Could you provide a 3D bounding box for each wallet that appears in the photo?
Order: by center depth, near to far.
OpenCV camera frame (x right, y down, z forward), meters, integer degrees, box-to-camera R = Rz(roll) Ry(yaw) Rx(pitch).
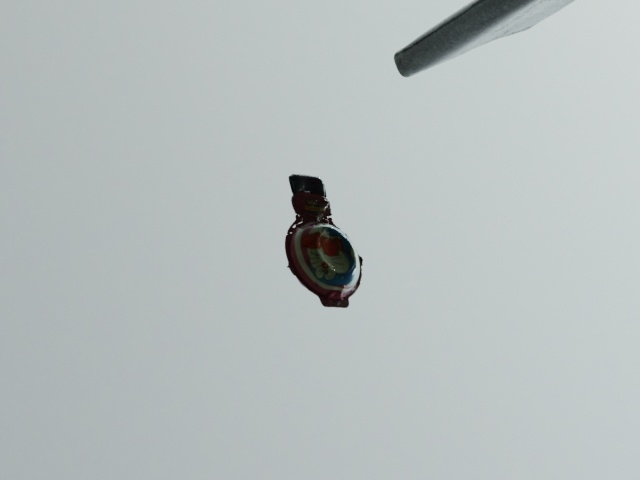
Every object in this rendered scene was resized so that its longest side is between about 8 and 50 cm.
[{"bbox_3d":[0.175,-0.201,0.988,0.222,0.167,0.036,-29,-88,-43],"label":"wallet"}]

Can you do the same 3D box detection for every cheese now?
[{"bbox_3d":[0.000,0.000,1.204,0.095,0.038,0.145,6,-120,-39],"label":"cheese"}]
